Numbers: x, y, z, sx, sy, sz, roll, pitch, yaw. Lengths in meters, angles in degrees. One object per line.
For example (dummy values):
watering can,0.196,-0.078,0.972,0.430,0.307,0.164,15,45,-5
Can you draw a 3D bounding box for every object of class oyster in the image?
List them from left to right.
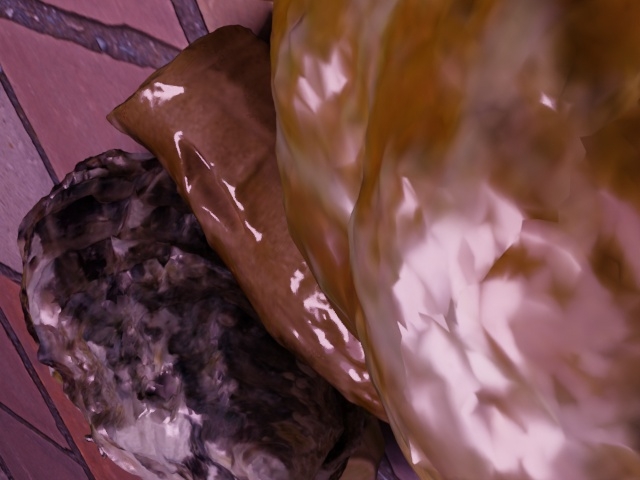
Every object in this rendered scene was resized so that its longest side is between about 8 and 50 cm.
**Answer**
oyster,-0.074,0.062,1.016,0.351,0.158,0.162,47,134,51

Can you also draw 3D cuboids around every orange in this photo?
orange,0.099,-0.022,0.454,0.271,0.210,0.368,63,180,-42

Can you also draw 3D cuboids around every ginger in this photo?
ginger,0.000,0.000,0.918,0.263,0.109,0.116,47,-168,14

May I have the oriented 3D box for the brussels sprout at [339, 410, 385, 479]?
brussels sprout,-0.031,0.119,1.135,0.155,0.117,0.155,53,157,34
